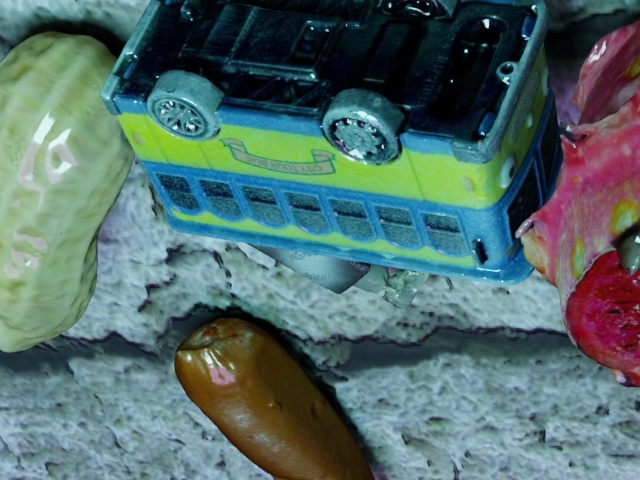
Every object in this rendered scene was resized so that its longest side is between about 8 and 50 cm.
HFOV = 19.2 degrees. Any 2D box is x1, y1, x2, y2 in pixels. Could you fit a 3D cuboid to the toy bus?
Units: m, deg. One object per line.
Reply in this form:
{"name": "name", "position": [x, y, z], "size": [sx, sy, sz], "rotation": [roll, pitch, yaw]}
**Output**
{"name": "toy bus", "position": [0.018, -0.091, 1.399], "size": [0.312, 0.152, 0.190], "rotation": [9, 146, 25]}

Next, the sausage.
{"name": "sausage", "position": [-0.034, 0.187, 1.891], "size": [0.097, 0.094, 0.348], "rotation": [3, 147, 34]}

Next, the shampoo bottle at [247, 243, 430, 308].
{"name": "shampoo bottle", "position": [0.000, 0.001, 1.657], "size": [0.207, 0.057, 0.063], "rotation": [28, 134, -24]}

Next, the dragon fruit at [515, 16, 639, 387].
{"name": "dragon fruit", "position": [0.317, -0.065, 1.312], "size": [0.371, 0.249, 0.386], "rotation": [11, 144, -33]}

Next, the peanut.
{"name": "peanut", "position": [-0.234, -0.034, 1.576], "size": [0.140, 0.153, 0.325], "rotation": [21, 133, 3]}
